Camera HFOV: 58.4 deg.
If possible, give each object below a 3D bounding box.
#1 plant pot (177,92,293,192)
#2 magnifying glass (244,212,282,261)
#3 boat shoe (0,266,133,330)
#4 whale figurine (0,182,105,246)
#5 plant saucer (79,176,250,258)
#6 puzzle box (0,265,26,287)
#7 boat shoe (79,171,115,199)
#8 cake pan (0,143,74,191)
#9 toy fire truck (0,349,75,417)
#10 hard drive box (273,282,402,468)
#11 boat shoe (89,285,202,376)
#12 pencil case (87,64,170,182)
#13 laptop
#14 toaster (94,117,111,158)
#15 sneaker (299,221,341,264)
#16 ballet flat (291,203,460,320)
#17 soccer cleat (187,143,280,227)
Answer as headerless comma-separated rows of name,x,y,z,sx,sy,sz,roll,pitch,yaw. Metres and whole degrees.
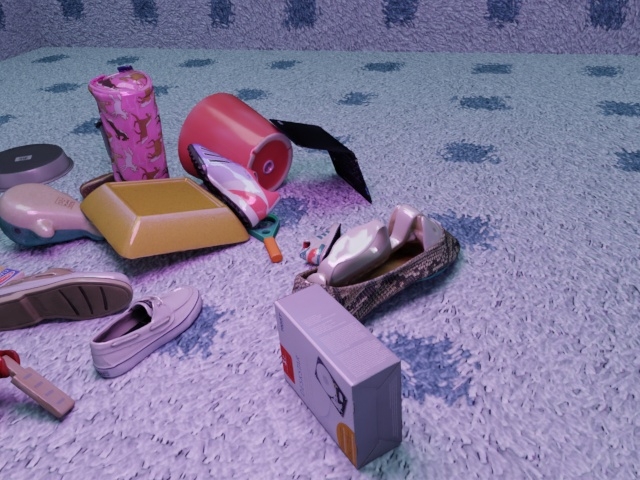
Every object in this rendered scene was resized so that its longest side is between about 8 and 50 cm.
plant pot,-0.231,-0.260,1.663,0.243,0.275,0.274,30,44,28
magnifying glass,-0.135,-0.013,1.442,0.092,0.026,0.231,-11,33,-12
boat shoe,-0.547,0.104,1.210,0.301,0.113,0.103,-7,37,-4
whale figurine,-0.687,-0.044,1.484,0.271,0.141,0.216,15,27,-18
plant saucer,-0.393,-0.080,1.449,0.332,0.081,0.332,-9,30,-38
puzzle box,-0.868,0.169,1.198,0.271,0.052,0.409,10,34,20
boat shoe,-0.640,-0.178,1.730,0.177,0.064,0.060,-24,38,-25
cake pan,-0.976,-0.249,1.894,0.292,0.054,0.293,-2,32,1
toy fire truck,-0.567,0.266,0.941,0.246,0.159,0.217,-9,30,12
hard drive box,0.025,0.208,0.913,0.089,0.181,0.232,-21,34,-24
boat shoe,-0.340,0.153,1.129,0.096,0.088,0.267,18,38,32
pencil case,-0.512,-0.268,1.567,0.159,0.386,0.167,-18,44,-20
laptop,0.001,-0.221,1.586,0.136,0.265,0.234,-30,36,-7
toaster,-0.651,-0.361,1.952,0.129,0.147,0.227,16,36,30
sneaker,0.000,0.000,1.373,0.075,0.057,0.161,11,37,13
ballet flat,0.136,0.030,1.191,0.482,0.182,0.164,-27,37,-34
soccer cleat,-0.235,-0.164,1.508,0.116,0.109,0.318,-37,61,-15
